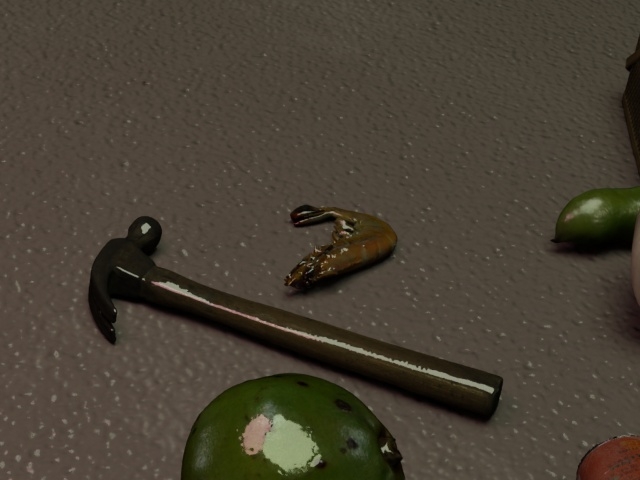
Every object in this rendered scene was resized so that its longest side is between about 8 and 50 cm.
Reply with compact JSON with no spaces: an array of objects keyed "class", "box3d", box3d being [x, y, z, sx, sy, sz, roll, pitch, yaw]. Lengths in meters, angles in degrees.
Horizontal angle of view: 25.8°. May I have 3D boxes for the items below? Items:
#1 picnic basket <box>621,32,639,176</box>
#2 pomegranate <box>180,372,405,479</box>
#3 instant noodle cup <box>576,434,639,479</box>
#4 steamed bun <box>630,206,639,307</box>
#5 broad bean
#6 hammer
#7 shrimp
[{"class":"picnic basket","box3d":[0.481,-0.170,1.760,0.165,0.139,0.267,7,38,-1]},{"class":"pomegranate","box3d":[-0.047,0.215,1.148,0.247,0.202,0.202,-21,35,14]},{"class":"instant noodle cup","box3d":[0.280,0.244,1.213,0.127,0.127,0.136,1,29,-8]},{"class":"steamed bun","box3d":[0.443,0.036,1.463,0.241,0.164,0.146,15,36,11]},{"class":"broad bean","box3d":[0.409,-0.046,1.622,0.318,0.098,0.056,-20,12,-13]},{"class":"hammer","box3d":[-0.029,0.087,1.413,0.439,0.044,0.168,17,37,12]},{"class":"shrimp","box3d":[0.000,-0.001,1.543,0.178,0.034,0.124,-25,45,-38]}]
